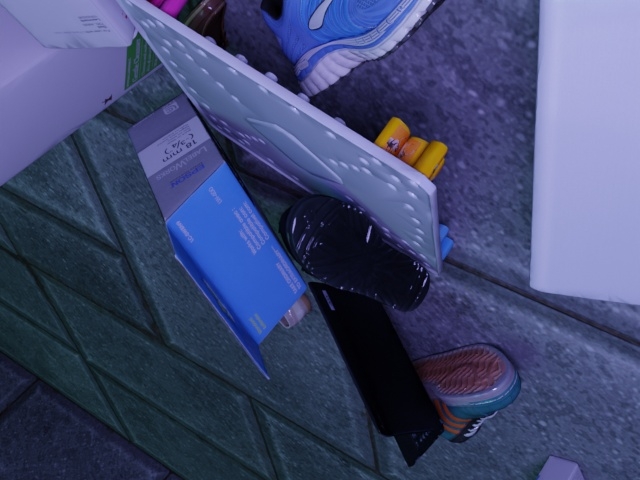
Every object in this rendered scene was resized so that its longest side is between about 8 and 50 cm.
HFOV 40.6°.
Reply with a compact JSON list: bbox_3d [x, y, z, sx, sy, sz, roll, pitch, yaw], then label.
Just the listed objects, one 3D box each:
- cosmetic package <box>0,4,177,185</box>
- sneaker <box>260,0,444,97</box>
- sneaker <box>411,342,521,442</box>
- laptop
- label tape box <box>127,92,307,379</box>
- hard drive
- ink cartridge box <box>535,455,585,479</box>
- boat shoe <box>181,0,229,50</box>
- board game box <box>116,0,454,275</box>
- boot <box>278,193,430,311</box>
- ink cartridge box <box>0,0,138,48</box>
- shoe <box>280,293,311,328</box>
[{"bbox_3d":[-0.357,-0.236,1.081,0.155,0.365,0.197,39,151,8],"label":"cosmetic package"},{"bbox_3d":[0.031,-0.252,0.832,0.147,0.130,0.330,48,151,-14],"label":"sneaker"},{"bbox_3d":[0.217,0.233,1.275,0.121,0.108,0.302,46,159,-8],"label":"sneaker"},{"bbox_3d":[0.064,0.201,1.247,0.264,0.137,0.234,110,139,-56],"label":"laptop"},{"bbox_3d":[-0.124,-0.015,1.133,0.240,0.106,0.333,59,178,-38],"label":"label tape box"},{"bbox_3d":[0.298,-0.082,0.720,0.233,0.047,0.353,7,134,19],"label":"hard drive"},{"bbox_3d":[0.370,0.406,1.321,0.052,0.088,0.122,5,134,47],"label":"ink cartridge box"},{"bbox_3d":[-0.144,-0.260,1.106,0.060,0.064,0.178,40,157,-5],"label":"boat shoe"},{"bbox_3d":[-0.017,-0.121,0.995,0.390,0.050,0.390,34,174,15],"label":"board game box"},{"bbox_3d":[0.000,0.000,1.112,0.246,0.094,0.207,31,176,-39],"label":"boot"},{"bbox_3d":[-0.282,-0.349,0.866,0.117,0.201,0.278,1,161,16],"label":"ink cartridge box"},{"bbox_3d":[-0.107,0.060,1.479,0.219,0.058,0.076,46,151,-5],"label":"shoe"}]
